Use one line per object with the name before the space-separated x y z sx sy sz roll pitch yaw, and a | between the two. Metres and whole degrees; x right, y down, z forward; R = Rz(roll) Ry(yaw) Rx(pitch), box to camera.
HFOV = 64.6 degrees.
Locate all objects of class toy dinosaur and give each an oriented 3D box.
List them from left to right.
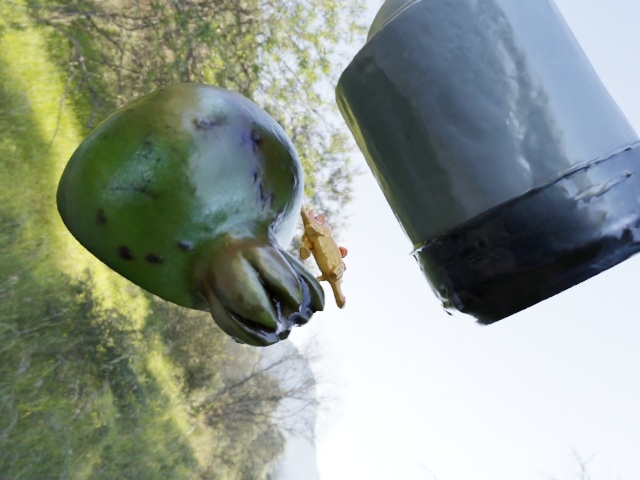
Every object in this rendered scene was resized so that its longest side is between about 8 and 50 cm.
toy dinosaur | 0.000 0.000 1.006 0.288 0.070 0.117 69 22 -6

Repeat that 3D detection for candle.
candle | 0.143 -0.106 0.469 0.342 0.221 0.221 63 -19 9

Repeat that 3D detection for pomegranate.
pomegranate | -0.091 -0.037 0.406 0.190 0.159 0.241 37 10 -27
